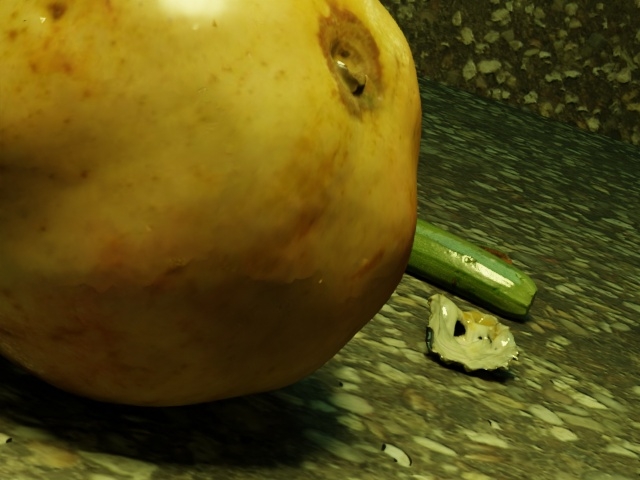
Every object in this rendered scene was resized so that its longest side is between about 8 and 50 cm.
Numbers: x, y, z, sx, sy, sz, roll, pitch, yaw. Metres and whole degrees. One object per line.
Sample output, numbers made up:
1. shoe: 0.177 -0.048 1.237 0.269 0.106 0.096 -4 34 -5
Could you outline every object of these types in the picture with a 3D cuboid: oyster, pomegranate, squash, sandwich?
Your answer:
1. oyster: 0.143 0.093 1.470 0.122 0.045 0.146 8 25 -48
2. pomegranate: -0.129 -0.072 1.083 0.412 0.411 0.411 18 14 -5
3. squash: 0.148 0.024 1.700 0.229 0.066 0.066 26 16 20
4. sandwich: 0.212 0.021 1.865 0.101 0.026 0.069 6 19 -45
